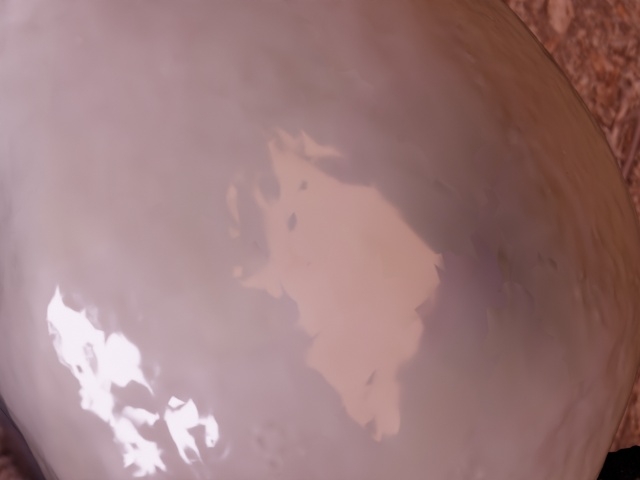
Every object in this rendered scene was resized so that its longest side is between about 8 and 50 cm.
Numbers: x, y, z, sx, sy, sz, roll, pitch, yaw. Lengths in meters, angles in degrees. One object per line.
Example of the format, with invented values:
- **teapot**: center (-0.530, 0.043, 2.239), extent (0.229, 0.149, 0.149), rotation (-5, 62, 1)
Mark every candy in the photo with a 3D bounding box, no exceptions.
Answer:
- **candy**: center (0.000, 0.000, 0.757), extent (0.386, 0.186, 0.427), rotation (-45, 104, -29)

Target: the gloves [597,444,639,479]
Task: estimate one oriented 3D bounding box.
- **gloves**: center (0.197, 0.205, 0.912), extent (0.164, 0.124, 0.203), rotation (-58, 141, -3)
